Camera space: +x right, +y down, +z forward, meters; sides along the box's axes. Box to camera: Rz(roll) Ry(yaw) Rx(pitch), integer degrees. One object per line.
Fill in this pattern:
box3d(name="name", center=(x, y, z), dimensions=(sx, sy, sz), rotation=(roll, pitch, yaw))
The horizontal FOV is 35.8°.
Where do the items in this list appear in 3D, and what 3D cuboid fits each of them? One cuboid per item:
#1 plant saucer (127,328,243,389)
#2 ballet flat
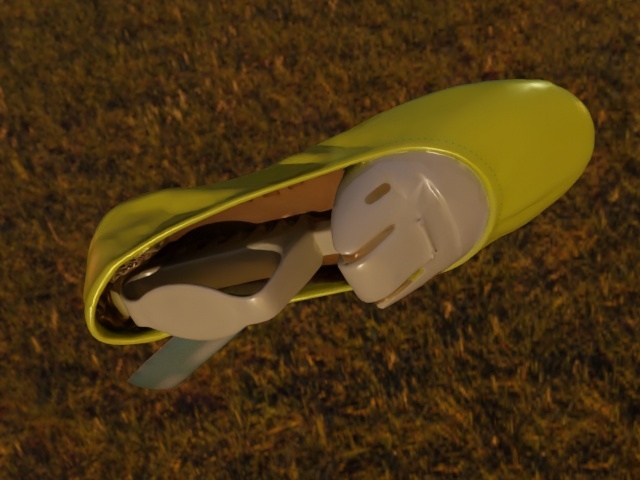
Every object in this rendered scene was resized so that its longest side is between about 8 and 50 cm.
box3d(name="plant saucer", center=(-0.081, 0.068, 1.116), dimensions=(0.317, 0.317, 0.043), rotation=(-40, 90, -26))
box3d(name="ballet flat", center=(0.000, 0.000, 0.409), dimensions=(0.231, 0.077, 0.077), rotation=(-14, 30, 19))
